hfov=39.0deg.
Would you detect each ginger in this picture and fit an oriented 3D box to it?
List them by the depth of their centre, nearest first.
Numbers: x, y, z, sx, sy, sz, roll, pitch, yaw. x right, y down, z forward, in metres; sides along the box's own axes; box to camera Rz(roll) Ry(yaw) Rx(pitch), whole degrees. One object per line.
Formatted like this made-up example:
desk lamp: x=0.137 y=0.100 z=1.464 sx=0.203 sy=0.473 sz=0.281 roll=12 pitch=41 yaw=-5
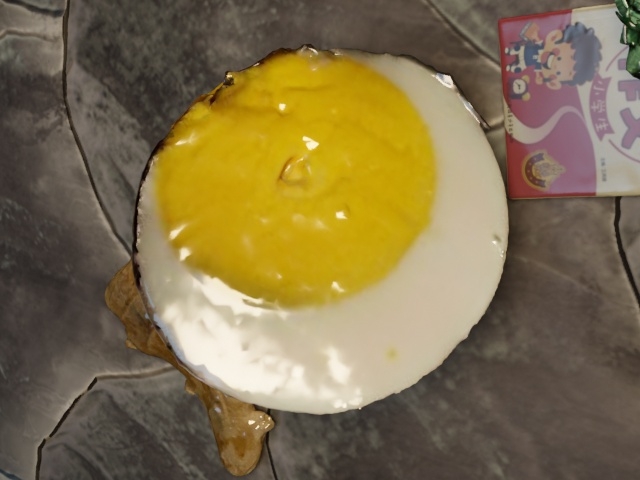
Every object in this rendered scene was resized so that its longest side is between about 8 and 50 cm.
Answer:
ginger: x=-0.146 y=0.136 z=1.022 sx=0.131 sy=0.086 sz=0.295 roll=-23 pitch=94 yaw=10

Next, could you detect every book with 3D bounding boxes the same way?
book: x=0.265 y=-0.118 z=0.759 sx=0.231 sy=0.022 sz=0.162 roll=0 pitch=101 yaw=31

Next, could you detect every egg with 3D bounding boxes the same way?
egg: x=0.000 y=0.000 z=0.827 sx=0.337 sy=0.201 sz=0.337 roll=1 pitch=75 yaw=-2

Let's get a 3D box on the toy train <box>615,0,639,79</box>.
toy train: x=0.295 y=-0.234 z=0.626 sx=0.154 sy=0.115 sz=0.269 roll=25 pitch=122 yaw=33
